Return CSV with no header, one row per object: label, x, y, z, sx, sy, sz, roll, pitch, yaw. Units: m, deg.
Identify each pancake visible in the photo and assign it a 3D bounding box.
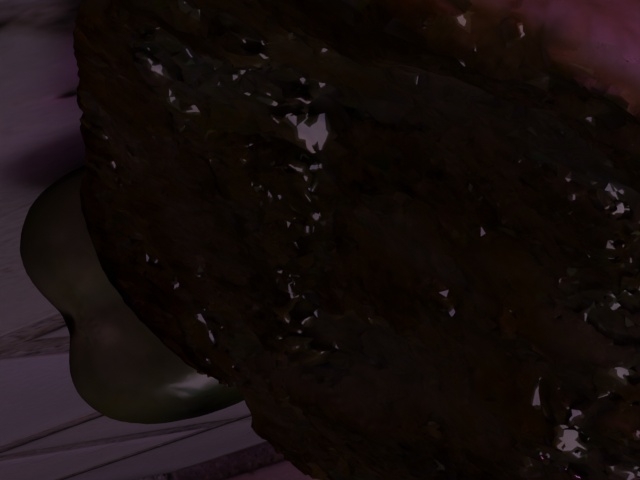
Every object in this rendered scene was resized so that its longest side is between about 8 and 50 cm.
pancake,0.057,0.025,0.599,0.065,0.356,0.356,-55,-169,-29

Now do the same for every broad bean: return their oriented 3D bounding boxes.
broad bean,0.000,0.000,0.824,0.263,0.121,0.189,-16,175,-11
